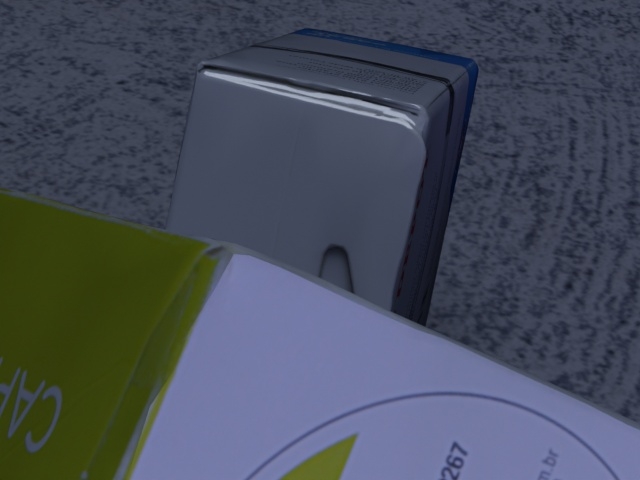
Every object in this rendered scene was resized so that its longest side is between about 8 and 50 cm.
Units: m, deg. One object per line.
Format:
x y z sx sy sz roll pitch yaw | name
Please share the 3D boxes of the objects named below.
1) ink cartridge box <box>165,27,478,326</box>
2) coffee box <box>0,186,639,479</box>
0.000 0.000 1.037 0.129 0.223 0.307 13 12 7 | ink cartridge box
-0.027 0.191 0.545 0.334 0.338 0.337 25 -5 -27 | coffee box
